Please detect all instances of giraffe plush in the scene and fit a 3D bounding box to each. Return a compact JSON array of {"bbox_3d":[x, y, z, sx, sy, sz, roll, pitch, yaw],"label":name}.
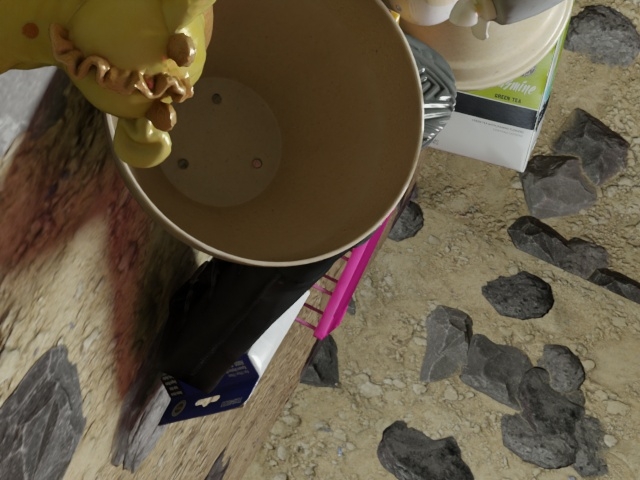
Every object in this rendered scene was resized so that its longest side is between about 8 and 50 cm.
[{"bbox_3d":[-0.139,-0.147,0.599,0.210,0.170,0.181,-59,170,-31],"label":"giraffe plush"}]

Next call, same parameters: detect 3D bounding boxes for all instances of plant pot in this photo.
[{"bbox_3d":[-0.071,-0.110,0.905,0.284,0.284,0.191,-63,-165,-15],"label":"plant pot"},{"bbox_3d":[0.203,-0.411,1.356,0.334,0.333,0.305,-65,170,-2],"label":"plant pot"}]

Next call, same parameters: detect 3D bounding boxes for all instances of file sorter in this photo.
[{"bbox_3d":[0.000,0.000,1.758,0.291,0.182,0.202,-65,172,6],"label":"file sorter"}]

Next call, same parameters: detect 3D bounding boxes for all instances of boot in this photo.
[{"bbox_3d":[-0.030,-0.028,1.257,0.445,0.146,0.367,-50,-176,48],"label":"boot"}]

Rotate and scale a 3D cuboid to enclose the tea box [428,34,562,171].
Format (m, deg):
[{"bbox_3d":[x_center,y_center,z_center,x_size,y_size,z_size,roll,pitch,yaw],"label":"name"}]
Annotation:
[{"bbox_3d":[0.249,-0.335,1.691,0.220,0.328,0.324,-48,152,-62],"label":"tea box"}]

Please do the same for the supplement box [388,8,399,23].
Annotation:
[{"bbox_3d":[-0.016,-0.225,1.038,0.081,0.188,0.104,-61,170,-13],"label":"supplement box"}]

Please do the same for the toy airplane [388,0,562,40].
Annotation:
[{"bbox_3d":[0.140,-0.353,0.980,0.386,0.384,0.273,-57,158,-50],"label":"toy airplane"}]

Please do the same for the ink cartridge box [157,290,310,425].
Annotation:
[{"bbox_3d":[-0.142,0.163,1.440,0.223,0.045,0.224,-21,-151,43],"label":"ink cartridge box"}]
